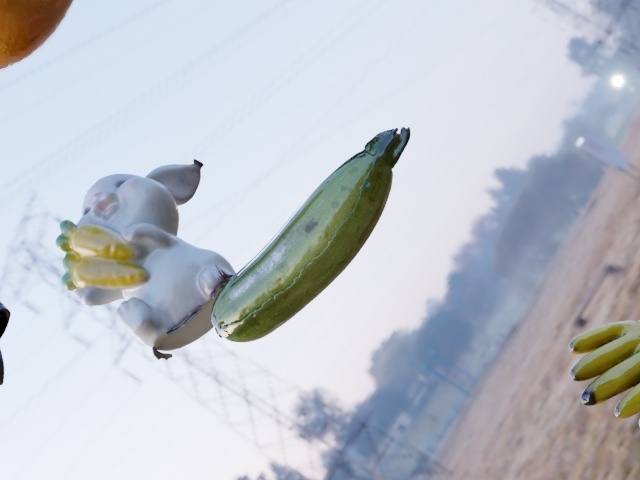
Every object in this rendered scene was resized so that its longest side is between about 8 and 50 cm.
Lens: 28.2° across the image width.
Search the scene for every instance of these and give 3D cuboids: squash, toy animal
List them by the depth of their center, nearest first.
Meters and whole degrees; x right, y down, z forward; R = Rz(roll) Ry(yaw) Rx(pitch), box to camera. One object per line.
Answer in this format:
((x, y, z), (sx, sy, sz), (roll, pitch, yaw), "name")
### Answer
((0.000, 0.000, 1.518), (0.341, 0.094, 0.094), (-47, -8, 6), "squash")
((-0.248, 0.009, 1.883), (0.247, 0.310, 0.183), (1, -46, -53), "toy animal")

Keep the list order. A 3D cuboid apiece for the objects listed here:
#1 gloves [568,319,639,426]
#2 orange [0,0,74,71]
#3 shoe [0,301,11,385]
((0.448, 0.164, 1.713), (0.294, 0.133, 0.116), (-13, -52, -34), "gloves")
((-0.483, -0.377, 1.726), (0.312, 0.312, 0.312), (-56, -9, -13), "orange")
((-0.442, 0.120, 1.723), (0.049, 0.179, 0.071), (-8, -42, -28), "shoe")
